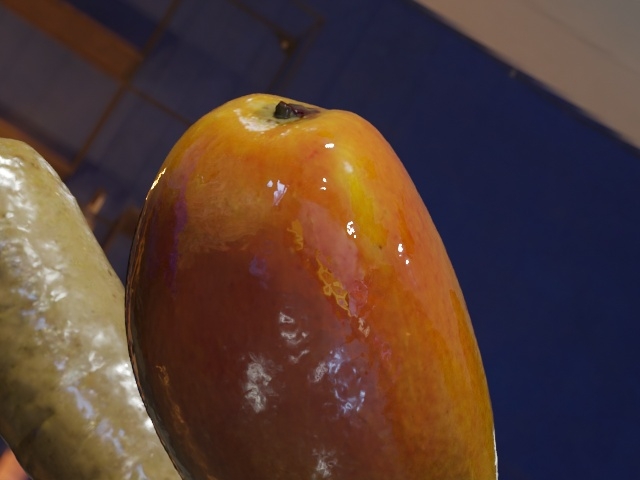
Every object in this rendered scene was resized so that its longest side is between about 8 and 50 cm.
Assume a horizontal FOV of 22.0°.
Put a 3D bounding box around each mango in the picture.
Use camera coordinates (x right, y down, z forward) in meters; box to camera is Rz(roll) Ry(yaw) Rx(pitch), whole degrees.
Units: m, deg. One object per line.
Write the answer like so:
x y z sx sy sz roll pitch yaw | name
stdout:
0.006 0.073 0.701 0.146 0.129 0.289 -7 -56 28 | mango

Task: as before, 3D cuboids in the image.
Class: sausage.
-0.122 0.136 1.075 0.501 0.136 0.123 53 23 15 | sausage
